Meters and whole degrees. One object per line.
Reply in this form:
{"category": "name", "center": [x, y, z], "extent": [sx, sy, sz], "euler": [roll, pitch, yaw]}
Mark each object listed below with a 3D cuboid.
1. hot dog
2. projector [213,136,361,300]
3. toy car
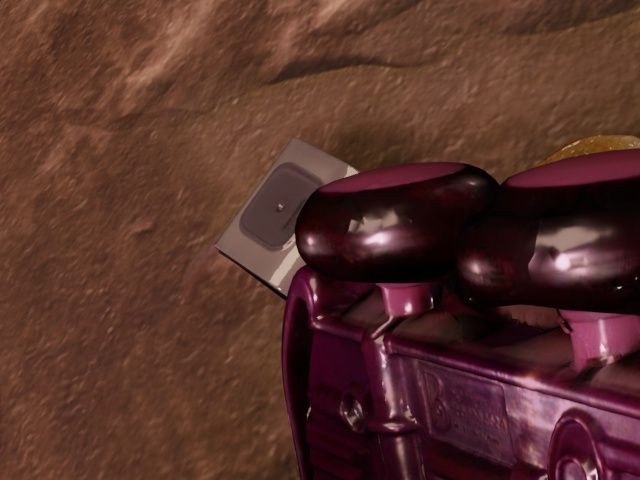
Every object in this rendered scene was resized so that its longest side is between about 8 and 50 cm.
{"category": "hot dog", "center": [0.139, -0.035, 0.658], "extent": [0.090, 0.030, 0.034], "euler": [-26, 47, 22]}
{"category": "projector", "center": [0.000, 0.000, 0.708], "extent": [0.083, 0.083, 0.082], "euler": [31, 83, 46]}
{"category": "toy car", "center": [0.143, 0.087, 0.430], "extent": [0.340, 0.240, 0.271], "euler": [9, 111, 62]}
